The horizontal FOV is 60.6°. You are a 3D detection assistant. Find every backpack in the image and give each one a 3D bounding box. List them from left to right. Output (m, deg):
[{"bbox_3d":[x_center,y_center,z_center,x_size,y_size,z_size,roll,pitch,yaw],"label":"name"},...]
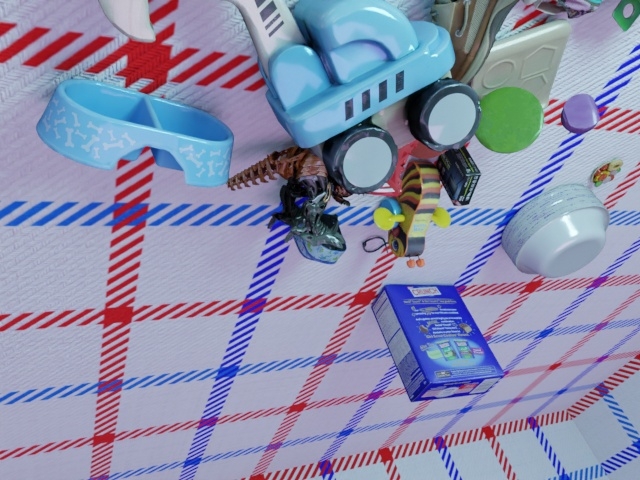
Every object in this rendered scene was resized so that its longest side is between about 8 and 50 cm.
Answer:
[{"bbox_3d":[0.000,0.000,1.218,0.105,0.114,0.084,11,132,-37],"label":"backpack"}]

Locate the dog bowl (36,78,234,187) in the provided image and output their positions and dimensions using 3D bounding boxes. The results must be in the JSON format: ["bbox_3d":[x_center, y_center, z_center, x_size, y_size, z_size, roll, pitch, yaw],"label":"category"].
[{"bbox_3d":[-0.269,-0.169,0.848,0.297,0.166,0.074,8,122,-34],"label":"dog bowl"}]

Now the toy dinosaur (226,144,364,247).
[{"bbox_3d":[-0.022,-0.117,1.071,0.322,0.164,0.218,3,113,-11],"label":"toy dinosaur"}]

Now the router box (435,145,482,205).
[{"bbox_3d":[0.294,-0.148,1.179,0.038,0.122,0.092,-7,140,-13],"label":"router box"}]

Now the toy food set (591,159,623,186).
[{"bbox_3d":[0.764,-0.180,1.462,0.083,0.020,0.082,-24,143,1],"label":"toy food set"}]

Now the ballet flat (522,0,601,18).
[{"bbox_3d":[0.392,-0.431,0.937,0.221,0.077,0.079,9,152,-35],"label":"ballet flat"}]

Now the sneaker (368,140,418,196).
[{"bbox_3d":[0.146,-0.166,1.043,0.221,0.087,0.128,-31,118,-6],"label":"sneaker"}]

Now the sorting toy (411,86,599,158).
[{"bbox_3d":[0.341,-0.217,1.078,0.366,0.127,0.126,-3,172,17],"label":"sorting toy"}]

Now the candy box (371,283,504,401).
[{"bbox_3d":[0.323,0.280,1.555,0.268,0.317,0.122,3,137,-28],"label":"candy box"}]

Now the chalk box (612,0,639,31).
[{"bbox_3d":[0.595,-0.466,0.941,0.132,0.132,0.213,17,129,-41],"label":"chalk box"}]

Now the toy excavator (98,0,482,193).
[{"bbox_3d":[-0.032,-0.287,0.803,0.433,0.222,0.445,-28,123,-3],"label":"toy excavator"}]

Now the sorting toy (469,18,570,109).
[{"bbox_3d":[0.377,-0.319,1.078,0.193,0.038,0.208,-20,145,-3],"label":"sorting toy"}]

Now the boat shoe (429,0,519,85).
[{"bbox_3d":[0.241,-0.382,0.891,0.120,0.122,0.324,18,143,-5],"label":"boat shoe"}]

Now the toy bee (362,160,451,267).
[{"bbox_3d":[0.213,-0.026,1.258,0.195,0.162,0.298,-18,143,-9],"label":"toy bee"}]

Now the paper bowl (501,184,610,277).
[{"bbox_3d":[0.664,-0.006,1.522,0.284,0.148,0.284,-13,143,-10],"label":"paper bowl"}]
